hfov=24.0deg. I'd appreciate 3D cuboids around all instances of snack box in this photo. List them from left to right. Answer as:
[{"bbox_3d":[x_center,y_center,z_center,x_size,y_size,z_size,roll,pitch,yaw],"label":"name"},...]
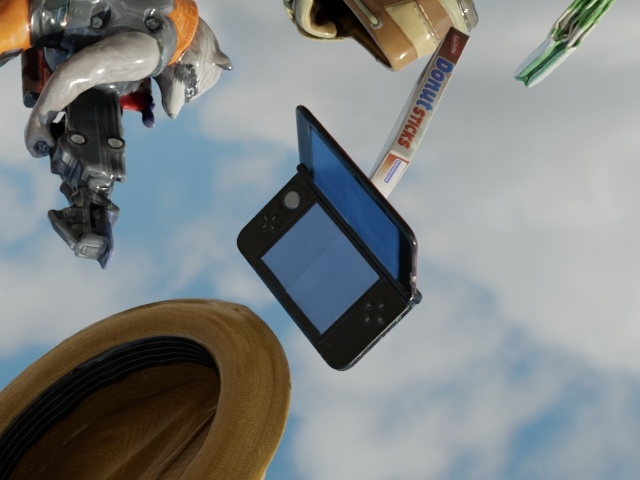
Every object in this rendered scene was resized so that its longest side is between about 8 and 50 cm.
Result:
[{"bbox_3d":[0.074,-0.098,1.189,0.022,0.064,0.178,29,-136,-2],"label":"snack box"}]

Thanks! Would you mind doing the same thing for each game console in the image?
[{"bbox_3d":[0.000,0.000,1.068,0.144,0.124,0.085,51,-167,28],"label":"game console"}]

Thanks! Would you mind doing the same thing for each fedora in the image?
[{"bbox_3d":[-0.087,0.115,0.678,0.194,0.079,0.194,-20,-140,18],"label":"fedora"}]

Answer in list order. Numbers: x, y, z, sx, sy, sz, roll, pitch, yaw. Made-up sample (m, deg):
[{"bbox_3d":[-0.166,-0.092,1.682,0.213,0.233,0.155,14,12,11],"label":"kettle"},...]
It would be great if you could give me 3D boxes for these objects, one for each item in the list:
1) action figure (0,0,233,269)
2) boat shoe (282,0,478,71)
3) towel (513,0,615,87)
[{"bbox_3d":[-0.218,-0.159,1.249,0.330,0.178,0.341,9,-132,-35],"label":"action figure"},{"bbox_3d":[0.015,-0.261,1.488,0.120,0.122,0.324,-43,-138,-9],"label":"boat shoe"},{"bbox_3d":[0.357,-0.326,1.783,0.038,0.325,0.248,40,174,1],"label":"towel"}]
